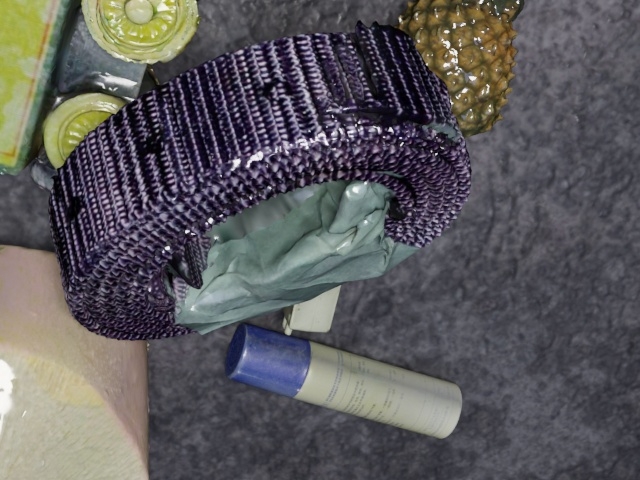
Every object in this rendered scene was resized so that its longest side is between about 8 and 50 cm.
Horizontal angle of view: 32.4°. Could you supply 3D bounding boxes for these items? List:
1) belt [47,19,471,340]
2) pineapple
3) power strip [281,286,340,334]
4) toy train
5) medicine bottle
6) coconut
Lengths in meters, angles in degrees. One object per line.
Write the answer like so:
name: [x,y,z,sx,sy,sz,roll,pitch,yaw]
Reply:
belt: [-0.047,-0.027,0.814,0.325,0.122,0.260,-28,154,18]
pineapple: [0.121,-0.207,0.883,0.125,0.125,0.251,7,111,-13]
power strip: [0.000,0.000,0.983,0.042,0.075,0.175,7,117,-14]
toy train: [-0.192,-0.155,0.842,0.178,0.134,0.260,16,115,-12]
medicine bottle: [0.024,0.137,1.068,0.231,0.059,0.059,19,113,-18]
coconut: [-0.281,0.160,0.885,0.298,0.309,0.297,-3,118,-5]
